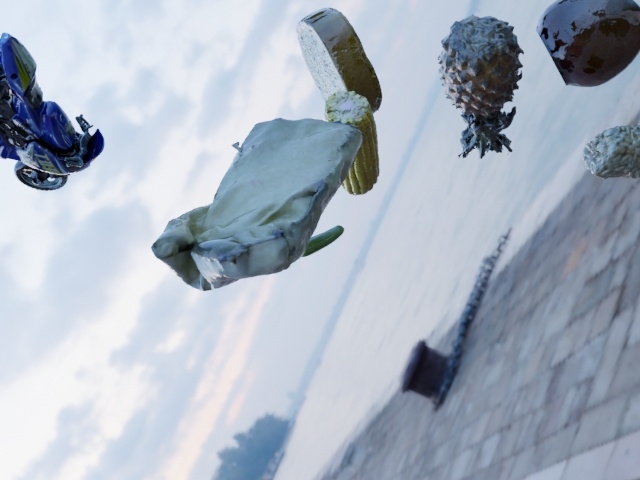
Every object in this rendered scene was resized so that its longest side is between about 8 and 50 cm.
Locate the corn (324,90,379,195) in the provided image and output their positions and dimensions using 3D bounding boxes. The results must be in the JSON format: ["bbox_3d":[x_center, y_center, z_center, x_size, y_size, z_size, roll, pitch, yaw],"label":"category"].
[{"bbox_3d":[0.054,-0.153,1.458,0.248,0.081,0.081,75,-143,-64],"label":"corn"}]

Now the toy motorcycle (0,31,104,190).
[{"bbox_3d":[-0.420,-0.174,1.318,0.315,0.169,0.113,71,-162,-54],"label":"toy motorcycle"}]

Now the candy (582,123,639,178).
[{"bbox_3d":[0.467,-0.137,1.398,0.095,0.110,0.085,124,138,-51],"label":"candy"}]

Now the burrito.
[{"bbox_3d":[-0.074,-0.037,1.220,0.332,0.190,0.135,-59,-29,-49],"label":"burrito"}]

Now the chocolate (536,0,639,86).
[{"bbox_3d":[0.452,-0.342,1.499,0.177,0.177,0.177,24,-90,-87],"label":"chocolate"}]

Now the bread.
[{"bbox_3d":[0.035,-0.330,1.725,0.070,0.236,0.236,-30,-10,-9],"label":"bread"}]

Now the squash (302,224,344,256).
[{"bbox_3d":[0.000,0.001,1.414,0.089,0.027,0.027,-26,-22,-24],"label":"squash"}]

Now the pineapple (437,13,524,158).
[{"bbox_3d":[0.324,-0.296,1.854,0.361,0.175,0.175,81,-149,-58],"label":"pineapple"}]
